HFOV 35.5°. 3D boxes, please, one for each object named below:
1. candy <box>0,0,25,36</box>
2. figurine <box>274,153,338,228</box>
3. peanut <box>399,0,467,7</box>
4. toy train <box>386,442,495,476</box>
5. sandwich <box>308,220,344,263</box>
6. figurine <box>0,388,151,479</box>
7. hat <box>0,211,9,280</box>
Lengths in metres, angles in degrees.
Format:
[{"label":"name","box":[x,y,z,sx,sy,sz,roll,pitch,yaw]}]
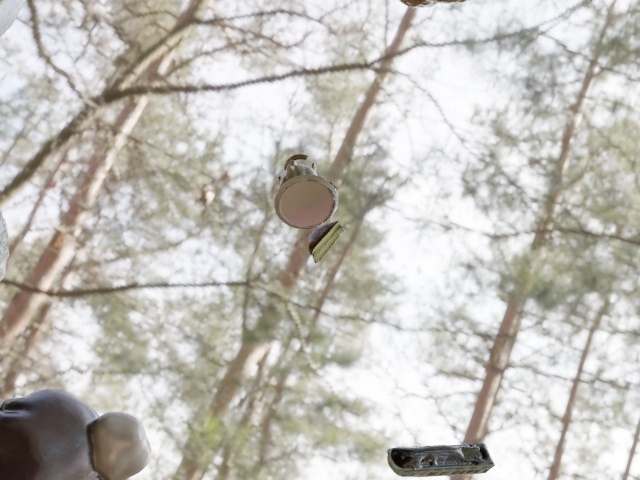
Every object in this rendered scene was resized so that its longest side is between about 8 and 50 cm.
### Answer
[{"label":"candy","box":[-0.389,-0.271,1.151,0.062,0.194,0.097,32,-66,-15]},{"label":"figurine","box":[-0.035,-0.113,2.038,0.132,0.154,0.132,-4,-56,-6]},{"label":"peanut","box":[0.171,-0.371,1.410,0.089,0.089,0.193,40,-9,-32]},{"label":"toy train","box":[0.185,0.348,1.580,0.207,0.043,0.047,7,-43,-34]},{"label":"sandwich","box":[0.000,0.000,1.710,0.044,0.083,0.031,9,-41,47]},{"label":"figurine","box":[-0.386,0.217,1.091,0.365,0.218,0.206,31,25,24]},{"label":"hat","box":[-0.452,-0.098,0.911,0.400,0.285,0.285,58,-31,-7]}]
